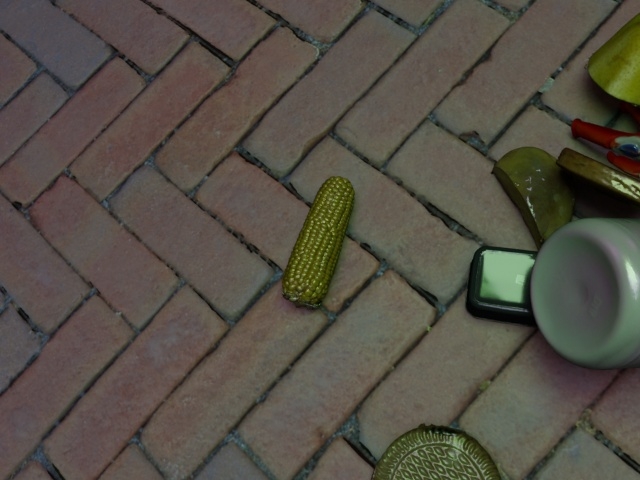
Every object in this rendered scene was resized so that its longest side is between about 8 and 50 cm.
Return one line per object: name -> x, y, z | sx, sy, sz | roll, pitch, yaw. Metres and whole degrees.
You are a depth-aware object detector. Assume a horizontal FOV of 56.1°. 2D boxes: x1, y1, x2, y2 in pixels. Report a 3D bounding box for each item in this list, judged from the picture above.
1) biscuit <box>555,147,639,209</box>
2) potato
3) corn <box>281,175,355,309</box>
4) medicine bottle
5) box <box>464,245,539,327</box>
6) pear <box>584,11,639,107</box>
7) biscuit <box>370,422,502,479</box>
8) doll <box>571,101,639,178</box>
biscuit -> 0.582, -0.099, 1.151 | 0.262, 0.277, 0.052 | 32, 108, 21
potato -> 0.471, -0.102, 1.260 | 0.138, 0.098, 0.243 | -24, 69, 1
corn -> 0.000, 0.000, 1.319 | 0.106, 0.106, 0.305 | 15, 75, 16
medicine bottle -> 0.565, 0.089, 1.043 | 0.325, 0.256, 0.255 | 0, 68, -21
box -> 0.399, 0.092, 1.210 | 0.201, 0.090, 0.144 | 9, 74, 14
pear -> 0.696, -0.400, 1.228 | 0.267, 0.178, 0.266 | 3, 45, -3
biscuit -> 0.213, 0.476, 1.122 | 0.259, 0.079, 0.259 | -4, 70, 11
doll -> 0.671, -0.172, 1.163 | 0.189, 0.099, 0.384 | -25, 37, -1
